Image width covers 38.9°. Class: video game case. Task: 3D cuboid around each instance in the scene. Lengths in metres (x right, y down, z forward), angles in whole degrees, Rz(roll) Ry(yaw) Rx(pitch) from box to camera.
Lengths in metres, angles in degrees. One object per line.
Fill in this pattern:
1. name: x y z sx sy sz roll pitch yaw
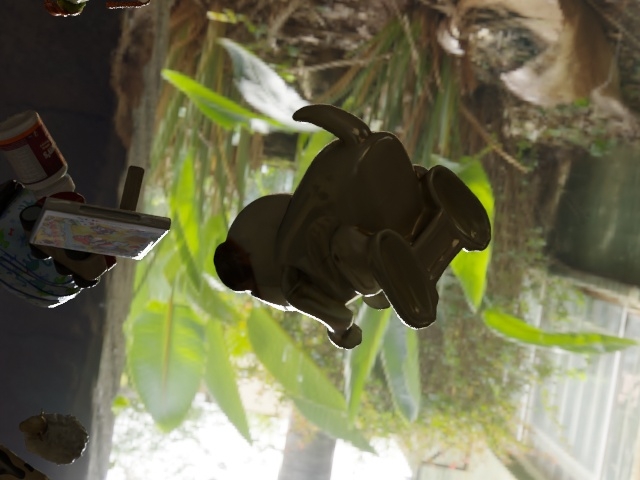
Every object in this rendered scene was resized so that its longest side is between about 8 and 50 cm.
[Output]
1. video game case: -0.388 -0.016 1.578 0.206 0.026 0.227 10 162 -22

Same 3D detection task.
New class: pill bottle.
1. pill bottle: -0.709 -0.202 2.258 0.121 0.221 0.121 -17 -147 11

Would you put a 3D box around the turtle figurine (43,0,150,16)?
1. turtle figurine: -0.361 -0.397 1.299 0.269 0.087 0.217 -1 146 -23

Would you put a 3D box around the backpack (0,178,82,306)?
1. backpack: -0.798 0.024 2.513 0.273 0.355 0.290 -19 -153 39

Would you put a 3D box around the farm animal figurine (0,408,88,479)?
1. farm animal figurine: -0.574 0.382 1.480 0.326 0.330 0.172 27 142 -15

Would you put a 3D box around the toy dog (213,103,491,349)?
1. toy dog: 0.000 0.000 1.508 0.395 0.285 0.408 47 141 -19

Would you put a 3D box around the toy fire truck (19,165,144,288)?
1. toy fire truck: -0.495 -0.055 1.962 0.217 0.158 0.246 28 -128 27
